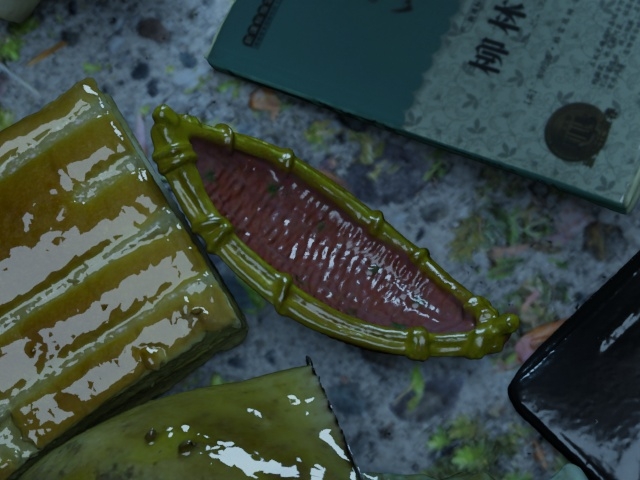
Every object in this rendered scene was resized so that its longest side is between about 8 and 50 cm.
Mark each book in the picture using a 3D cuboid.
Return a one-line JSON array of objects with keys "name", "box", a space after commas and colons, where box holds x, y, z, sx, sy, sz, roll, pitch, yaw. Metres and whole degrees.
[{"name": "book", "box": [0.122, -0.194, 1.482, 0.379, 0.031, 0.264, 20, 76, 24]}]

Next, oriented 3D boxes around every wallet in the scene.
[{"name": "wallet", "box": [0.265, 0.088, 1.446, 0.250, 0.044, 0.149, -41, 74, -8]}]

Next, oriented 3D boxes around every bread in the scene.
[{"name": "bread", "box": [-0.212, 0.038, 1.442, 0.246, 0.111, 0.239, -31, 75, -6]}]

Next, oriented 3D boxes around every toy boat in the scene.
[{"name": "toy boat", "box": [-0.001, 0.005, 1.436, 0.318, 0.099, 0.141, 32, 46, 1]}]

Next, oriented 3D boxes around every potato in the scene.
[{"name": "potato", "box": [-0.096, 0.212, 1.340, 0.266, 0.229, 0.229, -13, 75, -3]}]

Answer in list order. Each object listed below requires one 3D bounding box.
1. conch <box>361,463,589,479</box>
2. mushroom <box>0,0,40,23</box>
[{"name": "conch", "box": [0.183, 0.286, 1.334, 0.386, 0.169, 0.203, 38, 99, 12]}, {"name": "mushroom", "box": [-0.224, -0.280, 1.483, 0.260, 0.254, 0.234, 13, 118, -10]}]
